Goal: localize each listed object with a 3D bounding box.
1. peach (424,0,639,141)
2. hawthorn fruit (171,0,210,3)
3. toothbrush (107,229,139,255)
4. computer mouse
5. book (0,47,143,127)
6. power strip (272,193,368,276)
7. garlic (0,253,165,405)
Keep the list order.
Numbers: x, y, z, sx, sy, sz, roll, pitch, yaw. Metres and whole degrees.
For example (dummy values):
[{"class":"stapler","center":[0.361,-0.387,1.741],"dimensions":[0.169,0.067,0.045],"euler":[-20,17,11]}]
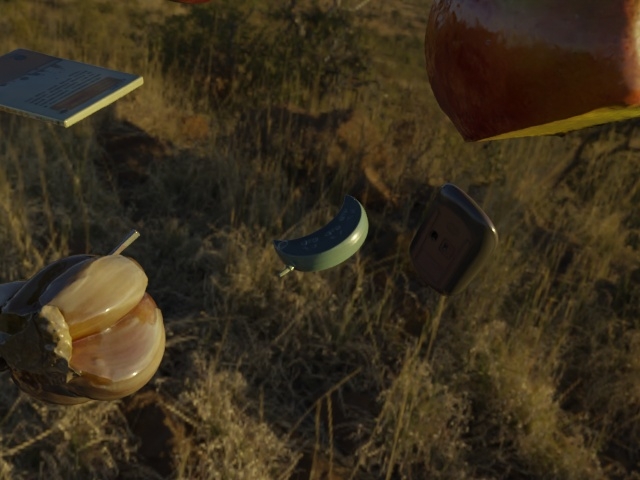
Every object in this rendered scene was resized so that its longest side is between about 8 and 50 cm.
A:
[{"class":"peach","center":[0.277,-0.275,0.911],"dimensions":[0.242,0.306,0.380],"euler":[0,3,-23]},{"class":"hawthorn fruit","center":[-0.341,-0.704,1.686],"dimensions":[0.324,0.308,0.308],"euler":[9,20,-26]},{"class":"toothbrush","center":[-0.409,0.050,1.344],"dimensions":[0.017,0.194,0.014],"euler":[51,4,39]},{"class":"computer mouse","center":[0.198,0.002,1.098],"dimensions":[0.057,0.232,0.120],"euler":[-32,68,-24]},{"class":"book","center":[-0.496,-0.276,1.291],"dimensions":[0.295,0.020,0.208],"euler":[16,38,20]},{"class":"power strip","center":[0.000,0.000,1.370],"dimensions":[0.216,0.044,0.137],"euler":[-34,38,-12]},{"class":"garlic","center":[-0.282,0.105,0.807],"dimensions":[0.214,0.160,0.191],"euler":[-17,10,26]}]
